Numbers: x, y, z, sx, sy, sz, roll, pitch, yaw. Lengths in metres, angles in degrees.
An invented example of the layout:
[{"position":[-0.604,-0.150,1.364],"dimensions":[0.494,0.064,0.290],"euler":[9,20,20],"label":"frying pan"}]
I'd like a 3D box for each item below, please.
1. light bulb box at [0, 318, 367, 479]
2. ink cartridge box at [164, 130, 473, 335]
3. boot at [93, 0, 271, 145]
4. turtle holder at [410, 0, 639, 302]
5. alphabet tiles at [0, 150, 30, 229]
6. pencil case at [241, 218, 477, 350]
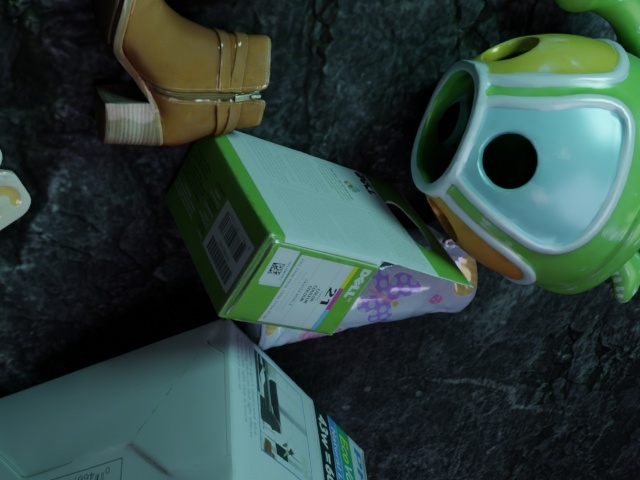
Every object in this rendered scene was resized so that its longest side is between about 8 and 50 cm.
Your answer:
[{"position":[-0.162,0.310,0.937],"dimensions":[0.357,0.225,0.361],"euler":[-20,138,16],"label":"light bulb box"},{"position":[0.000,0.000,0.833],"dimensions":[0.255,0.189,0.097],"euler":[15,119,-37],"label":"ink cartridge box"},{"position":[-0.111,-0.169,0.715],"dimensions":[0.152,0.073,0.197],"euler":[-9,138,-25],"label":"boot"},{"position":[0.235,-0.107,0.833],"dimensions":[0.227,0.243,0.320],"euler":[16,131,-18],"label":"turtle holder"},{"position":[-0.385,-0.004,0.685],"dimensions":[0.278,0.021,0.284],"euler":[-38,141,-18],"label":"alphabet tiles"},{"position":[0.039,0.046,0.943],"dimensions":[0.273,0.114,0.124],"euler":[-10,169,-17],"label":"pencil case"}]
